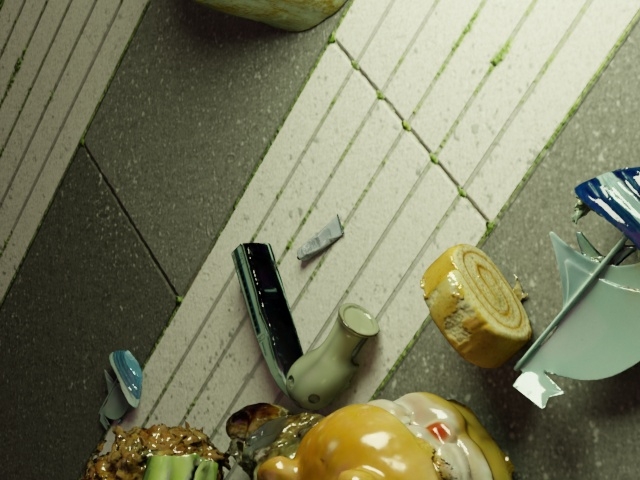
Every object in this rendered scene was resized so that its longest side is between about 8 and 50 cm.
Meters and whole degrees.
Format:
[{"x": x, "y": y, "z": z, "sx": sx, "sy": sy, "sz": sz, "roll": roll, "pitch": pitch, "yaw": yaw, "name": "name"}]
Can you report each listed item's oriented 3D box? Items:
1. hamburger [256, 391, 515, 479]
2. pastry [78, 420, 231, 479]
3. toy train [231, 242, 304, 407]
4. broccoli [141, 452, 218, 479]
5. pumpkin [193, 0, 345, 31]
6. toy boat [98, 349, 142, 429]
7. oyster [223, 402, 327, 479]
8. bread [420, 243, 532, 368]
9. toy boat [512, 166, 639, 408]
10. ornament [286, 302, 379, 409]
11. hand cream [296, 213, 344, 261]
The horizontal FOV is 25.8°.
[{"x": 0.073, "y": 0.315, "z": 1.644, "sx": 0.276, "sy": 0.237, "sz": 0.276, "roll": -4, "pitch": 84, "yaw": 51, "name": "hamburger"}, {"x": -0.233, "y": 0.380, "z": 1.967, "sx": 0.193, "sy": 0.275, "sz": 0.275, "roll": 54, "pitch": 126, "yaw": 34, "name": "pastry"}, {"x": -0.068, "y": 0.123, "z": 1.944, "sx": 0.048, "sy": 0.055, "sz": 0.252, "roll": -37, "pitch": 61, "yaw": 40, "name": "toy train"}, {"x": -0.204, "y": 0.447, "z": 1.789, "sx": 0.375, "sy": 0.249, "sz": 0.302, "roll": 4, "pitch": 51, "yaw": 14, "name": "broccoli"}, {"x": -0.087, "y": -0.465, "z": 1.901, "sx": 0.332, "sy": 0.199, "sz": 0.332, "roll": -8, "pitch": 79, "yaw": 46, "name": "pumpkin"}, {"x": -0.324, "y": 0.249, "z": 2.237, "sx": 0.105, "sy": 0.034, "sz": 0.149, "roll": 35, "pitch": 113, "yaw": 46, "name": "toy boat"}, {"x": -0.061, "y": 0.275, "z": 1.871, "sx": 0.107, "sy": 0.161, "sz": 0.233, "roll": 61, "pitch": 157, "yaw": -10, "name": "oyster"}, {"x": 0.180, "y": 0.072, "z": 1.618, "sx": 0.073, "sy": 0.122, "sz": 0.149, "roll": -45, "pitch": 66, "yaw": 30, "name": "bread"}, {"x": 0.302, "y": 0.042, "z": 1.507, "sx": 0.291, "sy": 0.070, "sz": 0.210, "roll": -31, "pitch": 67, "yaw": 36, "name": "toy boat"}, {"x": 0.014, "y": 0.160, "z": 1.840, "sx": 0.156, "sy": 0.081, "sz": 0.075, "roll": -57, "pitch": 7, "yaw": 26, "name": "ornament"}, {"x": 0.000, "y": 0.000, "z": 1.908, "sx": 0.093, "sy": 0.019, "sz": 0.030, "roll": -37, "pitch": 59, "yaw": 33, "name": "hand cream"}]
